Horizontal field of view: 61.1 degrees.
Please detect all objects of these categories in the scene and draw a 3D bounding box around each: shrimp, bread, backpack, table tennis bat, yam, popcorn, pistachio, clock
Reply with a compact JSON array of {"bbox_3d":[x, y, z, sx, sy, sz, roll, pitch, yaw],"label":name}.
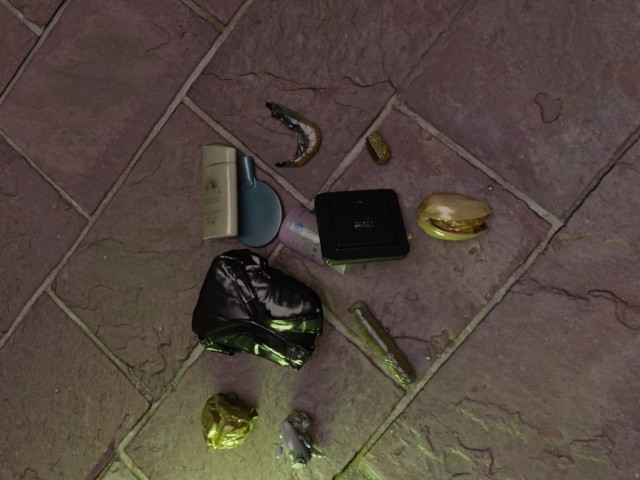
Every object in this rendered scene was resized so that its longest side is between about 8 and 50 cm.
[{"bbox_3d":[-0.133,-0.366,1.906,0.262,0.051,0.198,38,98,10],"label":"shrimp"},{"bbox_3d":[0.193,-0.305,1.815,0.066,0.060,0.110,-32,83,25],"label":"bread"},{"bbox_3d":[-0.198,0.235,1.801,0.446,0.255,0.363,19,99,12],"label":"backpack"},{"bbox_3d":[-0.240,-0.136,1.929,0.215,0.044,0.329,-10,87,18],"label":"table tennis bat"},{"bbox_3d":[0.201,0.338,1.782,0.071,0.067,0.317,-35,81,-3],"label":"yam"},{"bbox_3d":[-0.316,0.617,1.856,0.185,0.187,0.167,5,124,6],"label":"popcorn"},{"bbox_3d":[0.420,-0.077,1.710,0.229,0.157,0.157,6,89,9],"label":"pistachio"},{"bbox_3d":[0.129,-0.053,1.727,0.279,0.049,0.273,-5,56,-7],"label":"clock"}]

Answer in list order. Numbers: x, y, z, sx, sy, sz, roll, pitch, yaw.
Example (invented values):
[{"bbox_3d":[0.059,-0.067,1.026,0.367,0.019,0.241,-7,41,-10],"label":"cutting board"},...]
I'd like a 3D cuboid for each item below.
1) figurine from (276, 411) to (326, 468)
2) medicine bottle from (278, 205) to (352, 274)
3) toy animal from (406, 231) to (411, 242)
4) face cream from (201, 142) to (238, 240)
[{"bbox_3d":[-0.071,0.670,1.808,0.128,0.184,0.208,-23,119,15],"label":"figurine"},{"bbox_3d":[0.000,0.000,1.804,0.254,0.152,0.152,28,95,16],"label":"medicine bottle"},{"bbox_3d":[0.246,-0.008,1.785,0.114,0.091,0.082,24,72,34],"label":"toy animal"},{"bbox_3d":[-0.357,-0.178,1.919,0.173,0.081,0.348,-6,83,41],"label":"face cream"}]
